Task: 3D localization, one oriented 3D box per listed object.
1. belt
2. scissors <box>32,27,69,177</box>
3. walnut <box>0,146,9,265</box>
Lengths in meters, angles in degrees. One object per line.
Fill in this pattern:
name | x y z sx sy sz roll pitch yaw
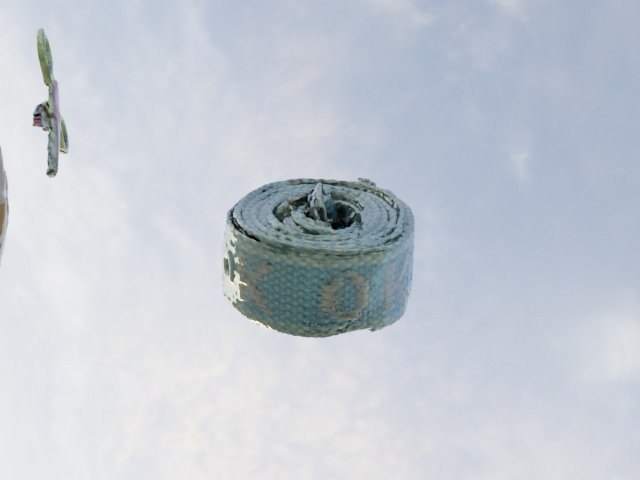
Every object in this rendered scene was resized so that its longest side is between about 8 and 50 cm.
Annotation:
belt | 0.000 0.003 0.633 0.163 0.147 0.082 -138 -132 -62
scissors | -0.265 -0.124 0.866 0.020 0.187 0.133 -9 -61 -9
walnut | -0.242 0.009 0.381 0.198 0.198 0.245 26 -96 18
